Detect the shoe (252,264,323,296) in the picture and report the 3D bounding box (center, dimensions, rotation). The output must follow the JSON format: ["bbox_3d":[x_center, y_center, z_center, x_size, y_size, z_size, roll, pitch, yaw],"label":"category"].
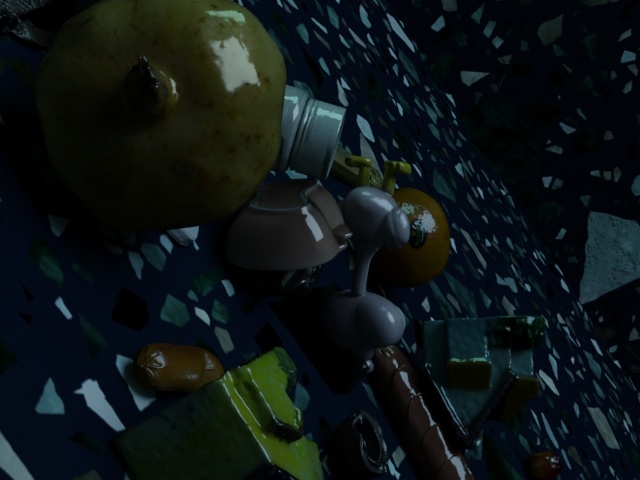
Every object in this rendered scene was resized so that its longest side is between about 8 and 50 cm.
[{"bbox_3d":[-0.039,0.040,1.818,0.112,0.099,0.227,61,21,-24],"label":"shoe"}]

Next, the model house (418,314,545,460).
[{"bbox_3d":[0.292,0.273,1.987,0.280,0.230,0.249,58,29,-78],"label":"model house"}]

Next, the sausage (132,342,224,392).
[{"bbox_3d":[-0.181,0.162,1.393,0.183,0.054,0.062,14,80,-63],"label":"sausage"}]

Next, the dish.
[{"bbox_3d":[-0.052,-0.036,1.721,0.213,0.213,0.090,-69,154,-64],"label":"dish"}]

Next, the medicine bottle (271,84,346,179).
[{"bbox_3d":[-0.096,-0.189,1.763,0.258,0.143,0.143,16,28,0],"label":"medicine bottle"}]

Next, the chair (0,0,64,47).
[{"bbox_3d":[-0.418,-0.359,1.532,0.174,0.149,0.213,55,-21,0],"label":"chair"}]

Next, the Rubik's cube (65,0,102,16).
[{"bbox_3d":[-0.282,-0.325,1.638,0.254,0.254,0.254,46,24,-28],"label":"Rubik's cube"}]

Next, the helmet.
[{"bbox_3d":[0.053,0.317,1.671,0.098,0.070,0.123,59,13,-16],"label":"helmet"}]

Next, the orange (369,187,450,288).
[{"bbox_3d":[0.167,-0.006,2.192,0.206,0.206,0.206,46,24,-28],"label":"orange"}]

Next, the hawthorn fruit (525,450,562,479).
[{"bbox_3d":[0.483,0.490,2.374,0.077,0.077,0.077,46,24,-28],"label":"hawthorn fruit"}]

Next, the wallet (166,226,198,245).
[{"bbox_3d":[-0.216,-0.075,1.660,0.095,0.033,0.190,48,24,-29],"label":"wallet"}]

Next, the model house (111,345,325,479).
[{"bbox_3d":[-0.088,0.258,1.272,0.211,0.194,0.170,60,19,6],"label":"model house"}]

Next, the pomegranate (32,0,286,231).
[{"bbox_3d":[-0.206,-0.167,1.398,0.342,0.342,0.342,46,24,-28],"label":"pomegranate"}]

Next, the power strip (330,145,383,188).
[{"bbox_3d":[0.057,-0.158,2.352,0.305,0.044,0.064,28,36,-53],"label":"power strip"}]

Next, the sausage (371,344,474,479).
[{"bbox_3d":[0.196,0.360,1.913,0.433,0.088,0.088,64,22,12],"label":"sausage"}]

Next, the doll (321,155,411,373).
[{"bbox_3d":[0.076,0.046,1.828,0.094,0.160,0.365,-15,110,-51],"label":"doll"}]
